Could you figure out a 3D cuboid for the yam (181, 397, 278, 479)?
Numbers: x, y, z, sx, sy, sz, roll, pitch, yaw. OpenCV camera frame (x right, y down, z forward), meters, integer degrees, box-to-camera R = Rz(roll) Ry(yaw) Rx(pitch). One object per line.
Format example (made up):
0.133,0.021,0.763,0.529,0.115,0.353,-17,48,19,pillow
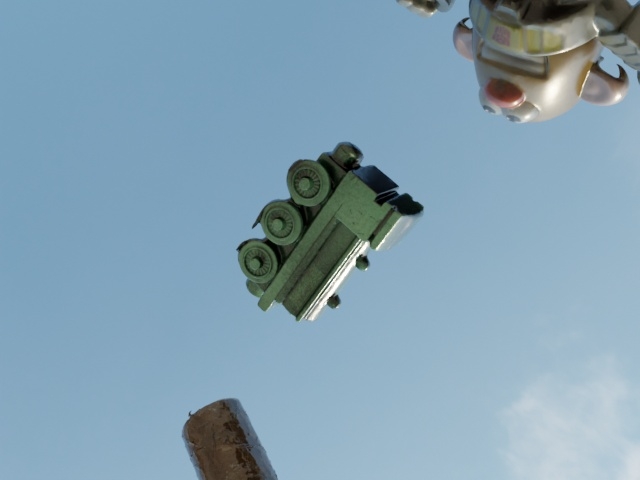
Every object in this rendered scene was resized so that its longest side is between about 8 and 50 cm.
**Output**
-0.087,0.234,0.676,0.079,0.079,0.141,-33,-124,4,yam

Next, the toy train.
0.000,0.000,0.585,0.111,0.071,0.170,43,-63,15,toy train

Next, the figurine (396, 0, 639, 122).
0.228,-0.237,0.709,0.167,0.285,0.342,-34,-117,-1,figurine
